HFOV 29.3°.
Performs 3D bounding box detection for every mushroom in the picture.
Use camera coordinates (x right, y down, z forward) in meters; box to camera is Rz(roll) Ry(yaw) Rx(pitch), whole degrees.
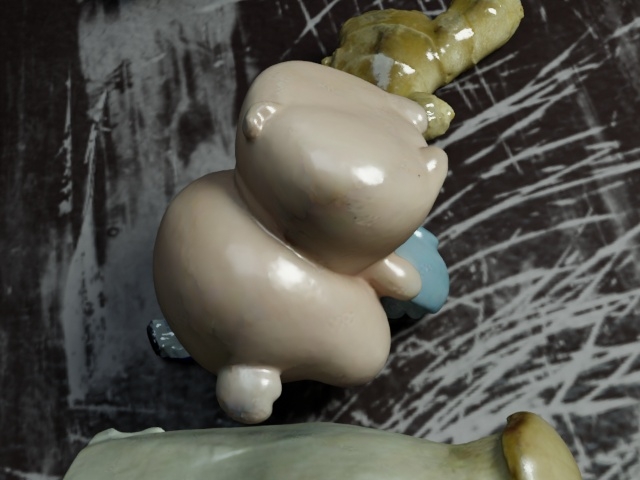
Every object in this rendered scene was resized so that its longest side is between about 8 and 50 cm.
[{"bbox_3d":[-0.021,0.199,0.849,0.407,0.137,0.154,-10,35,8],"label":"mushroom"}]

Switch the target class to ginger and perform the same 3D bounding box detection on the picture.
[{"bbox_3d":[0.059,-0.126,1.110,0.148,0.081,0.334,26,66,10],"label":"ginger"}]

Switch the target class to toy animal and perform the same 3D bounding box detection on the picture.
[{"bbox_3d":[-0.015,-0.008,0.922,0.229,0.221,0.210,-14,39,-10],"label":"toy animal"}]

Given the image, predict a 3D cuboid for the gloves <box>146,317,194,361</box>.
[{"bbox_3d":[-0.103,0.075,1.042,0.086,0.026,0.064,-28,52,-9],"label":"gloves"}]
